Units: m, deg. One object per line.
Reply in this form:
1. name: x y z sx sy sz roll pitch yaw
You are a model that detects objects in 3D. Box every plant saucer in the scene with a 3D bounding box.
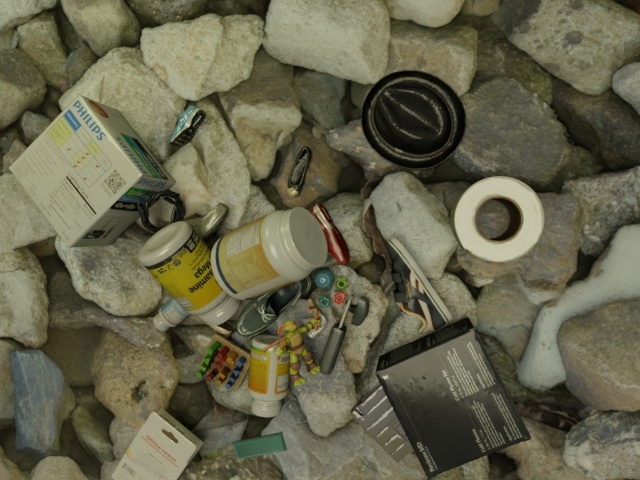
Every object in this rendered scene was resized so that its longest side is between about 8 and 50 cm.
1. plant saucer: -0.217 0.726 1.695 0.192 0.018 0.067 -16 90 12

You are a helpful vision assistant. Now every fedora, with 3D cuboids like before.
1. fedora: 0.280 -0.380 1.472 0.334 0.152 0.334 1 93 11

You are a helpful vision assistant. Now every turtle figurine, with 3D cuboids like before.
1. turtle figurine: -0.085 0.341 1.520 0.087 0.269 0.217 -3 110 36

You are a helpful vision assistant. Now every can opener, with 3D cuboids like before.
1. can opener: 0.080 0.312 1.586 0.095 0.076 0.283 19 97 10

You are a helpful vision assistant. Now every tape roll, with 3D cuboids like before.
1. tape roll: 0.516 -0.063 1.433 0.246 0.169 0.246 1 94 11

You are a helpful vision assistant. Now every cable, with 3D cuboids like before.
1. cable: -0.545 -0.097 1.662 0.150 0.184 0.047 -26 48 -23

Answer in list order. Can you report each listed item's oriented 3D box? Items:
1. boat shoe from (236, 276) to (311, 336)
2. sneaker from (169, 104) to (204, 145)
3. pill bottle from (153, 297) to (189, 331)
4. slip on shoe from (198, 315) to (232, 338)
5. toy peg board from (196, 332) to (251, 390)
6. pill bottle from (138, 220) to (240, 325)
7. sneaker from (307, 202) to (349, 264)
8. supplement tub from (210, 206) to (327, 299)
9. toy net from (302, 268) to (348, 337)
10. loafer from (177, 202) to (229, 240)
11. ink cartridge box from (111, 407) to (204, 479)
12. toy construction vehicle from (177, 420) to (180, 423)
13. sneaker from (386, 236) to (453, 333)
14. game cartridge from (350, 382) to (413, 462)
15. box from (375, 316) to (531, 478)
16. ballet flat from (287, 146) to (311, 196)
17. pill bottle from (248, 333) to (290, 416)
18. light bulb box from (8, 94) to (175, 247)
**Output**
1. boat shoe: -0.171 0.217 1.617 0.319 0.099 0.116 -38 86 10
2. sneaker: -0.471 -0.400 1.674 0.073 0.063 0.162 42 96 24
3. pill bottle: -0.506 0.246 1.690 0.160 0.087 0.087 -38 85 11
4. slip on shoe: -0.374 0.297 1.690 0.135 0.051 0.041 29 110 2
5. toy peg board: -0.337 0.433 1.652 0.160 0.079 0.161 30 112 6
6. pill bottle: -0.409 0.116 1.561 0.188 0.188 0.334 -27 119 11
7. sneaker: 0.000 0.000 1.593 0.128 0.087 0.221 -31 75 20
8. supplement tub: -0.158 0.041 1.505 0.316 0.228 0.228 -23 88 29
9. toy net: 0.015 0.217 1.610 0.122 0.045 0.232 16 98 10
10. loafer: -0.448 -0.027 1.653 0.319 0.112 0.111 -41 93 11
11. ink cartridge box: -0.554 0.743 1.682 0.207 0.119 0.353 37 109 7
12. toy construction vehicle: -0.532 0.694 1.750 0.098 0.035 0.086 30 108 10
13. sneaker: 0.278 0.148 1.513 0.127 0.126 0.321 -33 88 5
14. game cartridge: 0.299 0.523 1.564 0.230 0.068 0.355 44 100 2
15. box: 0.379 0.454 1.426 0.312 0.179 0.343 -27 87 10
16. ballet flat: -0.076 -0.230 1.601 0.057 0.049 0.173 18 96 11
17. pill bottle: -0.171 0.450 1.610 0.136 0.136 0.246 6 94 11
18. light bulb box: -0.771 -0.224 1.648 0.361 0.225 0.358 -40 84 10
